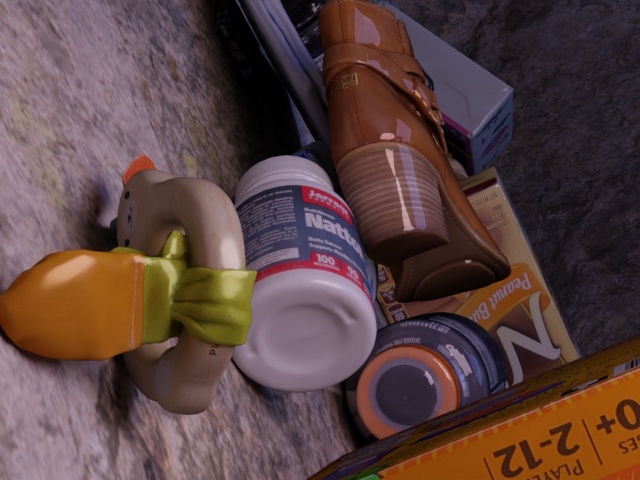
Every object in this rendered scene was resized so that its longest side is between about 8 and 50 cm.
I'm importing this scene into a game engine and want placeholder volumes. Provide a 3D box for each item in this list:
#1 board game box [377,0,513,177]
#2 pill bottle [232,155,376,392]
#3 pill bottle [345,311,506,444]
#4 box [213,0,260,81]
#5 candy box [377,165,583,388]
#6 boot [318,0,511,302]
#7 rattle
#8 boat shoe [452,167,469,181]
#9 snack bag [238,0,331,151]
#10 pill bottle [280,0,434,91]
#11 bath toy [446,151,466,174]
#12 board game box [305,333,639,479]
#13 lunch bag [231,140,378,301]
[{"bbox_3d":[0.162,-0.209,2.115,0.224,0.097,0.303,37,-1,12],"label":"board game box"},{"bbox_3d":[-0.021,0.017,1.095,0.108,0.108,0.180,59,13,-35],"label":"pill bottle"},{"bbox_3d":[0.096,0.134,1.347,0.130,0.130,0.246,67,11,6],"label":"pill bottle"},{"bbox_3d":[-0.084,-0.207,1.487,0.067,0.018,0.083,60,12,-27],"label":"box"},{"bbox_3d":[0.186,0.095,1.705,0.316,0.183,0.087,64,12,-13],"label":"candy box"},{"bbox_3d":[0.072,-0.069,1.261,0.283,0.109,0.220,28,46,-61],"label":"boot"},{"bbox_3d":[-0.128,0.008,0.811,0.199,0.143,0.130,-124,-148,-46],"label":"rattle"},{"bbox_3d":[0.167,0.000,2.001,0.096,0.098,0.277,-112,-169,-49],"label":"boat shoe"},{"bbox_3d":[-0.013,-0.154,1.473,0.342,0.037,0.323,61,1,40],"label":"snack bag"},{"bbox_3d":[0.026,-0.224,1.727,0.219,0.123,0.123,48,17,-20],"label":"pill bottle"},{"bbox_3d":[0.110,-0.116,1.977,0.151,0.129,0.348,22,-9,22],"label":"bath toy"},{"bbox_3d":[0.203,0.267,0.978,0.356,0.357,0.356,67,11,5],"label":"board game box"},{"bbox_3d":[0.000,0.000,1.258,0.151,0.096,0.129,56,12,-5],"label":"lunch bag"}]
